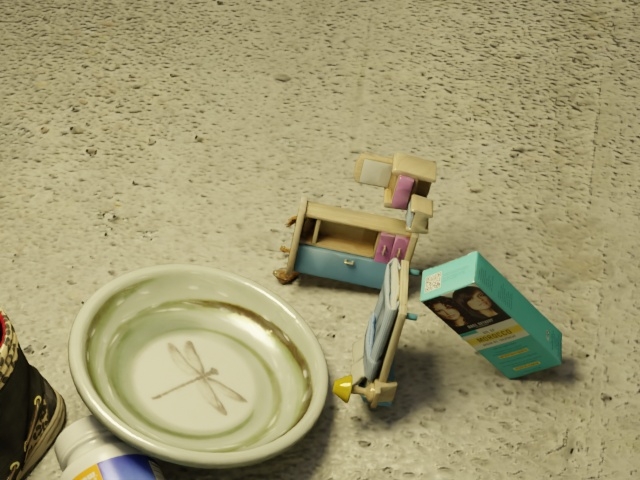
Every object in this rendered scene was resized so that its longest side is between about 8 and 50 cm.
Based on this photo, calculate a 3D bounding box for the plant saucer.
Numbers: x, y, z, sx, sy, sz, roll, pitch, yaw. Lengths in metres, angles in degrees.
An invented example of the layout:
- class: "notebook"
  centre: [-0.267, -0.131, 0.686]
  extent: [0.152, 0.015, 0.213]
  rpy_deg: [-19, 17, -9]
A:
- class: "plant saucer"
  centre: [-0.191, 0.207, 1.754]
  extent: [0.401, 0.100, 0.400]
  rpy_deg: [12, 40, -10]

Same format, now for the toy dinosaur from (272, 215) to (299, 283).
- class: "toy dinosaur"
  centre: [0.000, 0.000, 1.984]
  extent: [0.212, 0.064, 0.112]
  rpy_deg: [-34, 74, -10]

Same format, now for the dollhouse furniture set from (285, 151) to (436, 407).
- class: "dollhouse furniture set"
  centre: [0.049, 0.056, 1.753]
  extent: [0.198, 0.286, 0.303]
  rpy_deg: [11, 39, -2]

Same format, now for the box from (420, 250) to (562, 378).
- class: "box"
  centre: [0.263, 0.118, 1.734]
  extent: [0.101, 0.244, 0.060]
  rpy_deg: [-23, 42, 35]

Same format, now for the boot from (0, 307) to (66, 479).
- class: "boot"
  centre: [-0.518, 0.298, 1.631]
  extent: [0.138, 0.284, 0.377]
  rpy_deg: [20, 55, 19]

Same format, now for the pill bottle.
- class: "pill bottle"
  centre: [-0.287, 0.386, 1.629]
  extent: [0.152, 0.152, 0.272]
  rpy_deg: [-23, 54, -14]
